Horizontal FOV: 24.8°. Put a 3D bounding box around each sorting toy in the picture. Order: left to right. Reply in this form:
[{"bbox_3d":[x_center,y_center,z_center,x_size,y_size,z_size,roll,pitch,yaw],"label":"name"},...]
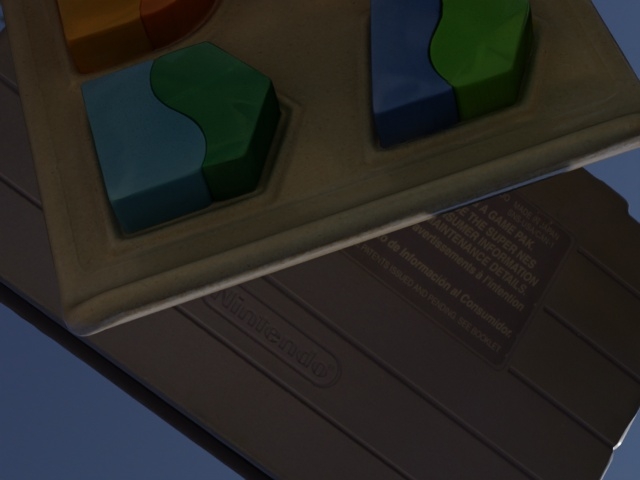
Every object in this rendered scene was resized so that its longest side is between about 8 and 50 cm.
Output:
[{"bbox_3d":[-0.011,-0.075,0.495,0.193,0.038,0.208,-19,-134,-1],"label":"sorting toy"}]

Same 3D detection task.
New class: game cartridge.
[{"bbox_3d":[0.000,0.000,0.700,0.355,0.068,0.230,38,-116,-9],"label":"game cartridge"}]
